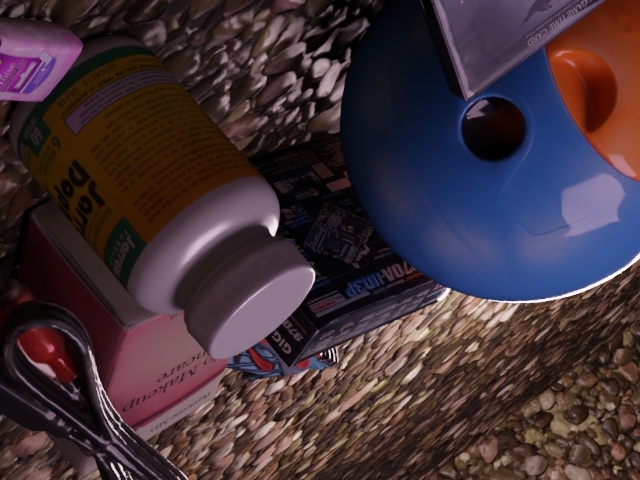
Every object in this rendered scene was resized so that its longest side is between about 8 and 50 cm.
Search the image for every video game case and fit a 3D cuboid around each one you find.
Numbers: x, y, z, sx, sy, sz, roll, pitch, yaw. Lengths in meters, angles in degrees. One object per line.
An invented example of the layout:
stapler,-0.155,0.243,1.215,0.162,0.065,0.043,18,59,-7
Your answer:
video game case,0.130,-0.253,1.124,0.196,0.026,0.274,-36,129,-15

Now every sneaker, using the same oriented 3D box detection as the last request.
sneaker,-0.078,0.077,1.552,0.125,0.104,0.262,-20,150,14

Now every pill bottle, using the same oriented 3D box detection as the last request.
pill bottle,-0.101,-0.026,1.101,0.118,0.208,0.117,-37,162,-14

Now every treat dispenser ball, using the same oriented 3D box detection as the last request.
treat dispenser ball,0.159,-0.093,1.346,0.288,0.288,0.288,-36,161,-14

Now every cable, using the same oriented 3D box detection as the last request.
cable,-0.172,0.116,1.237,0.139,0.072,0.287,-29,127,32

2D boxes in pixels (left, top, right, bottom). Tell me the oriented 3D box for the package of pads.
package of pads,-0.188,-0.110,1.019,0.050,0.032,0.083,-52,159,21

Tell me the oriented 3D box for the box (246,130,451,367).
box,0.000,0.000,1.423,0.220,0.175,0.051,-21,153,-49

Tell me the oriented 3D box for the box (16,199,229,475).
box,-0.151,0.056,1.324,0.149,0.127,0.232,-30,158,-32
